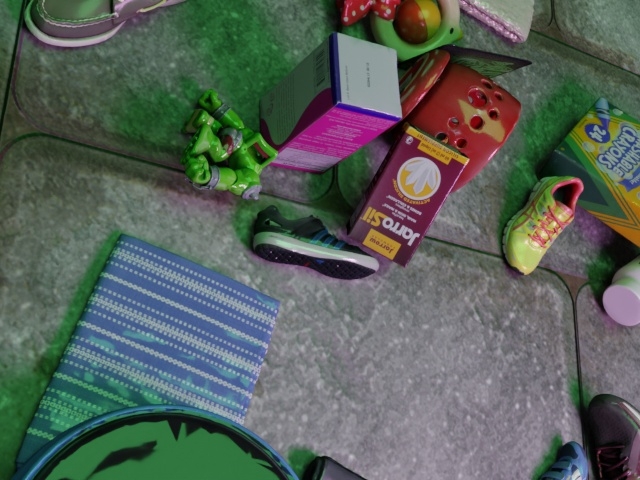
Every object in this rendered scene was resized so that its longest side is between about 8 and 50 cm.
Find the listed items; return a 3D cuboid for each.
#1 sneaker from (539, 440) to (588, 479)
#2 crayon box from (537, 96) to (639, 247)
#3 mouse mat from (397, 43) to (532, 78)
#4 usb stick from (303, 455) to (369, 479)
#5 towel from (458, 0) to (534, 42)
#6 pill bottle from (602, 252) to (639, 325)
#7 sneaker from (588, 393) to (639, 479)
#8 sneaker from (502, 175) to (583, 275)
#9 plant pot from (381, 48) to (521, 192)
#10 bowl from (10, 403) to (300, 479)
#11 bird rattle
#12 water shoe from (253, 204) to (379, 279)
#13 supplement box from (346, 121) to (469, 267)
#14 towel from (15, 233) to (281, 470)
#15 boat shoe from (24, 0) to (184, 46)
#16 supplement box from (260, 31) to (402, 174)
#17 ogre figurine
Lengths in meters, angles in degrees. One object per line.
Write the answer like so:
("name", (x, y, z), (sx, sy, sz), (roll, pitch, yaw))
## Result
("sneaker", (0.381, 0.379, 1.467), (0.059, 0.053, 0.144), (31, 57, -16))
("crayon box", (0.586, -0.101, 1.690), (0.323, 0.083, 0.203), (37, 53, 11))
("mouse mat", (0.242, -0.298, 1.576), (0.190, 0.153, 0.007), (3, 84, -31))
("usb stick", (0.091, 0.387, 1.285), (0.278, 0.045, 0.077), (34, 57, -18))
("towel", (0.293, -0.507, 1.752), (0.282, 0.049, 0.187), (28, 61, -20))
("pill bottle", (0.592, 0.080, 1.681), (0.180, 0.108, 0.108), (-28, 88, -36))
("sneaker", (0.483, 0.399, 1.495), (0.163, 0.106, 0.281), (-26, 87, -33))
("sneaker", (0.385, -0.034, 1.592), (0.081, 0.094, 0.208), (36, 69, -17))
("plant pot", (0.198, -0.199, 1.487), (0.174, 0.191, 0.191), (40, 56, -10))
("bowl", (-0.175, 0.364, 1.017), (0.391, 0.077, 0.391), (9, 60, -17))
("bird rattle", (0.150, -0.398, 1.564), (0.254, 0.143, 0.206), (-31, 112, -22))
("water shoe", (0.000, 0.000, 1.358), (0.203, 0.073, 0.080), (15, 62, -28))
("supplement box", (0.127, -0.069, 1.385), (0.104, 0.081, 0.188), (28, 101, -4))
("towel", (-0.205, 0.177, 1.172), (0.243, 0.040, 0.335), (25, 59, -10))
("boat shoe", (-0.276, -0.364, 1.309), (0.305, 0.091, 0.109), (-34, 92, -36))
("supplement box", (0.009, -0.191, 1.345), (0.114, 0.220, 0.111), (9, 68, -31))
("ogre figurine", (-0.130, -0.126, 1.303), (0.118, 0.097, 0.197), (33, 13, -24))
